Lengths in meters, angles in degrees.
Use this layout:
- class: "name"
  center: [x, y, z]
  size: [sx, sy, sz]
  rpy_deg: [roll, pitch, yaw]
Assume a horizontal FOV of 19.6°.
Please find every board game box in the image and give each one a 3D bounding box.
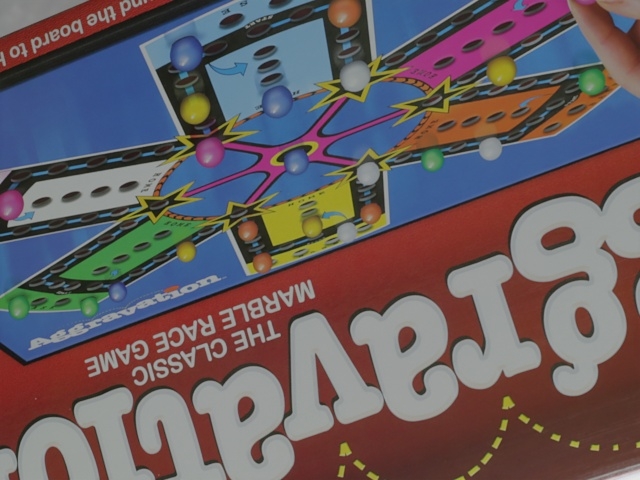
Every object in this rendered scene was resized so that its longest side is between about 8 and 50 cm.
- class: "board game box"
  center: [0.000, 0.000, 0.423]
  size: [0.281, 0.145, 0.027]
  rpy_deg: [-20, 169, 17]
